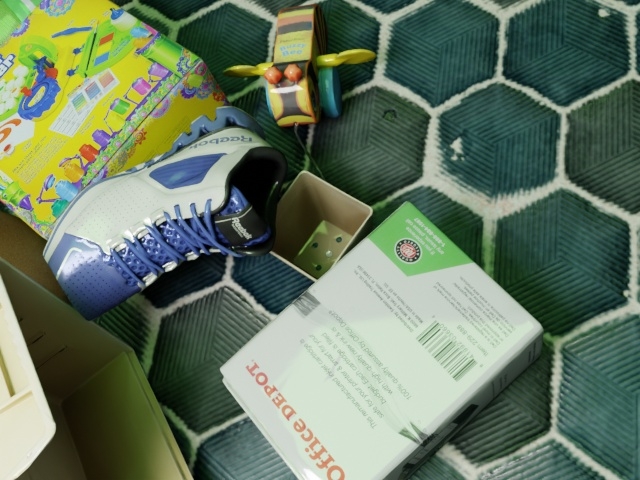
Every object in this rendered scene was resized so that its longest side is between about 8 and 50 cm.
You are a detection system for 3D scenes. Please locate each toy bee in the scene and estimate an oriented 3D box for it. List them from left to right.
[{"bbox_3d":[-0.019,-0.209,1.010,0.195,0.162,0.298,-24,64,2],"label":"toy bee"}]

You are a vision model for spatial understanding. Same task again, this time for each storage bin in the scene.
[{"bbox_3d":[-0.277,0.192,0.824,0.123,0.262,0.260,-37,52,-1],"label":"storage bin"}]

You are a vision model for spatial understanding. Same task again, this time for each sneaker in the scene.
[{"bbox_3d":[-0.158,-0.026,0.887,0.315,0.127,0.182,-41,37,-12],"label":"sneaker"}]

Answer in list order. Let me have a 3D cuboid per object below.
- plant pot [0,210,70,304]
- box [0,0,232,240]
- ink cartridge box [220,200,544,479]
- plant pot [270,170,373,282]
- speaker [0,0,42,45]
[{"bbox_3d":[-0.484,0.038,0.973,0.237,0.254,0.237,-5,68,12],"label":"plant pot"},{"bbox_3d":[-0.314,-0.153,1.052,0.279,0.177,0.290,36,81,25],"label":"box"},{"bbox_3d":[0.068,0.135,0.861,0.289,0.121,0.211,-41,64,-5],"label":"ink cartridge box"},{"bbox_3d":[0.000,0.000,0.951,0.109,0.096,0.109,31,77,24],"label":"plant pot"},{"bbox_3d":[-0.517,-0.260,1.180,0.296,0.131,0.131,-44,64,-6],"label":"speaker"}]
